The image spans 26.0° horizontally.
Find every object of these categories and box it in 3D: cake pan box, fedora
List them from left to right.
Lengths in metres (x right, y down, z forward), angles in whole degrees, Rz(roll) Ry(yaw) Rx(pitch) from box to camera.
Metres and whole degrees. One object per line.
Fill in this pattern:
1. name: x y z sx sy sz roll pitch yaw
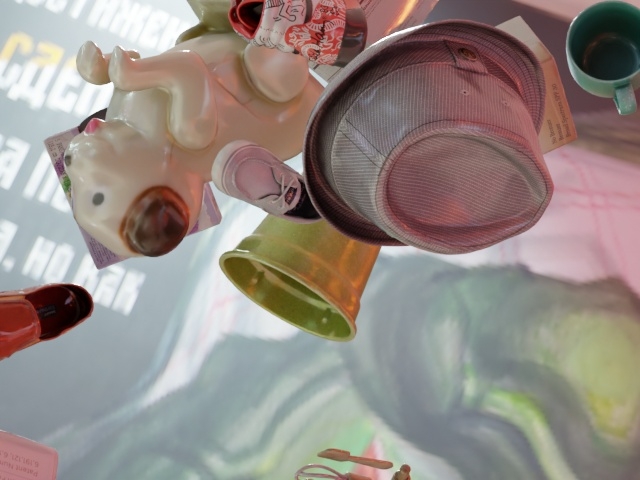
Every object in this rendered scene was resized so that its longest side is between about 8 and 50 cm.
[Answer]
1. cake pan box: -0.333 -0.112 2.471 0.246 0.266 0.070 -19 10 1
2. fedora: 0.122 -0.071 1.278 0.275 0.243 0.124 19 23 -38

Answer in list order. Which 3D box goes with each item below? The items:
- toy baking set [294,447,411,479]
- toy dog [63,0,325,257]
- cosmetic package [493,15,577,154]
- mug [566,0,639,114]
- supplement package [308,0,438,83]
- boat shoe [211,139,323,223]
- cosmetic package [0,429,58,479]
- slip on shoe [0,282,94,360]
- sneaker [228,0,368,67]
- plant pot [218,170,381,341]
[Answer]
1. toy baking set: 0.046 0.385 2.176 0.197 0.030 0.256 0 -30 -13
2. toy dog: -0.202 -0.156 2.028 0.285 0.408 0.395 23 -28 45
3. cosmetic package: 0.178 -0.161 1.888 0.296 0.129 0.153 -26 -51 2
4. mug: 0.428 -0.266 2.065 0.129 0.157 0.097 18 -10 16
5. supplement package: 0.094 -0.383 2.180 0.145 0.262 0.204 39 -20 -7
6. boat shoe: -0.058 -0.073 1.854 0.081 0.079 0.227 26 2 31
7. cosmetic package: -0.557 0.436 1.692 0.327 0.393 0.329 25 -40 -33
8. slip on shoe: -0.506 0.135 2.260 0.101 0.123 0.331 -18 0 42
9. sneaker: -0.040 -0.300 1.677 0.145 0.270 0.090 11 -59 -19
10. plant pot: 0.000 0.000 2.460 0.276 0.254 0.276 27 -18 10
